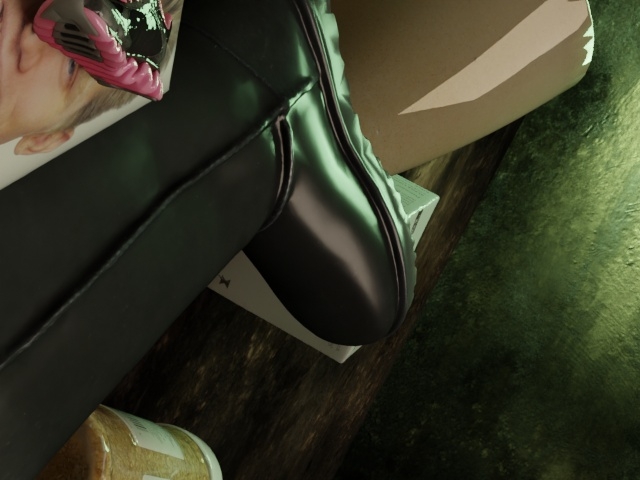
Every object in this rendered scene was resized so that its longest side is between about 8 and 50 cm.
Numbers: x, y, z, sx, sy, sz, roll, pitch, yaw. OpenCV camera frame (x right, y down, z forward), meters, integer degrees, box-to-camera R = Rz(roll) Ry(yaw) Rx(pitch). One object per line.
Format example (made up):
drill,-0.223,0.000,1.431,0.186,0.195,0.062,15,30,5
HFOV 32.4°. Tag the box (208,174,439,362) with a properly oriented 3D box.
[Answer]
box,0.000,0.000,1.172,0.119,0.181,0.181,-30,146,-63

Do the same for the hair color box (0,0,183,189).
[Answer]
hair color box,-0.196,-0.102,0.507,0.347,0.105,0.174,-44,157,-49

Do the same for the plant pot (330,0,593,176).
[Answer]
plant pot,0.068,-0.170,1.042,0.274,0.256,0.256,-39,159,-16

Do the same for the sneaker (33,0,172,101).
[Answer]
sneaker,-0.099,-0.108,0.533,0.119,0.047,0.057,49,64,-82

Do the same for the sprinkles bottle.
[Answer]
sprinkles bottle,-0.182,0.205,0.949,0.121,0.121,0.355,-59,165,-8

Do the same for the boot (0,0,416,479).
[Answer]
boot,-0.107,0.041,0.774,0.445,0.146,0.367,-52,128,-46
